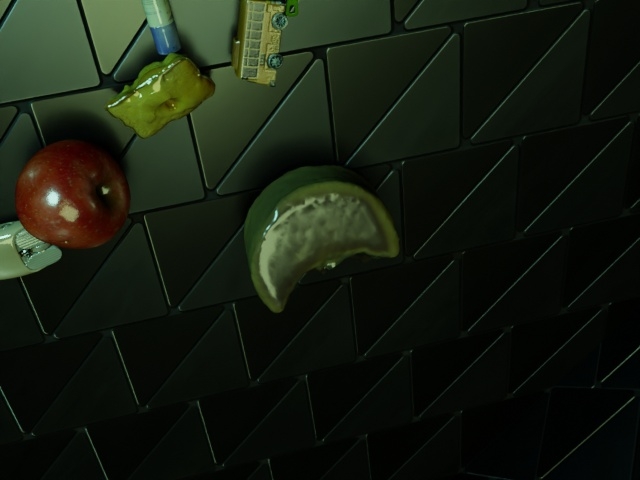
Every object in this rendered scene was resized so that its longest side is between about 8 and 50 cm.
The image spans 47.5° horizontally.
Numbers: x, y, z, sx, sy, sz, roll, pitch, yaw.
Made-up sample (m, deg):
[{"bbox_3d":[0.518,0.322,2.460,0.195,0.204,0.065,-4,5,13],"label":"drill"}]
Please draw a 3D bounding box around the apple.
[{"bbox_3d":[-0.581,-0.100,1.705,0.217,0.260,0.260,-9,128,20],"label":"apple"}]

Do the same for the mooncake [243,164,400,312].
[{"bbox_3d":[0.000,0.000,1.925,0.394,0.246,0.393,16,109,-24],"label":"mooncake"}]

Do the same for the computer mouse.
[{"bbox_3d":[-0.784,0.026,1.839,0.237,0.082,0.145,-12,124,-5],"label":"computer mouse"}]

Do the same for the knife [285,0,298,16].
[{"bbox_3d":[-0.067,-0.591,1.656,0.078,0.022,0.166,-3,123,-7],"label":"knife"}]

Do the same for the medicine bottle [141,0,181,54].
[{"bbox_3d":[-0.363,-0.527,1.596,0.059,0.059,0.230,-15,126,-5],"label":"medicine bottle"}]

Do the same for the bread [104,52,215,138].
[{"bbox_3d":[-0.368,-0.341,1.684,0.233,0.088,0.161,-26,158,11],"label":"bread"}]

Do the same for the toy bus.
[{"bbox_3d":[-0.142,-0.462,1.674,0.114,0.098,0.200,1,122,-15],"label":"toy bus"}]
